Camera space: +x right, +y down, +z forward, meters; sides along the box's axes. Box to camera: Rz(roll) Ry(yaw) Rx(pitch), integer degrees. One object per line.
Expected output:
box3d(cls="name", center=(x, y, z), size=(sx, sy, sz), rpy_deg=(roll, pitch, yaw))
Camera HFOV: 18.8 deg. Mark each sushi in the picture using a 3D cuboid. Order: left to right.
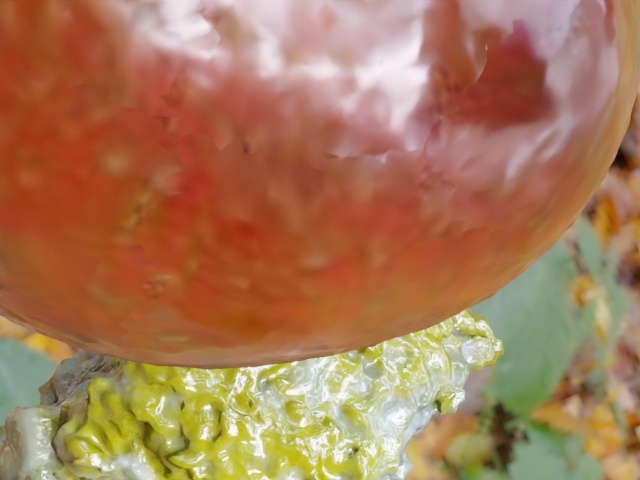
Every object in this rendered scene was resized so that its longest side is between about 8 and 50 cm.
box3d(cls="sushi", center=(-0.069, 0.130, 1.502), size=(0.240, 0.396, 0.351), rpy_deg=(48, 59, -8))

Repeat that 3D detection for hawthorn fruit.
box3d(cls="hawthorn fruit", center=(-0.043, -0.081, 0.601), size=(0.277, 0.298, 0.277), rpy_deg=(10, 56, -15))
